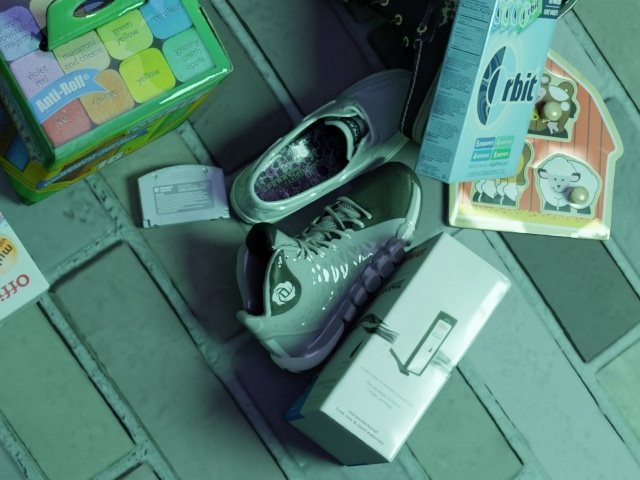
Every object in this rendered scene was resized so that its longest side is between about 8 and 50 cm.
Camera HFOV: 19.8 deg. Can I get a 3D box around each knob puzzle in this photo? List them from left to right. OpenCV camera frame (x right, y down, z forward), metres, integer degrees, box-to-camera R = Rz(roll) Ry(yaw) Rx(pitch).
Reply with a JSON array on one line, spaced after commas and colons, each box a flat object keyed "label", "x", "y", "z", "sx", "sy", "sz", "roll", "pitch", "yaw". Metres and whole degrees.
[{"label": "knob puzzle", "x": 0.214, "y": -0.103, "z": 1.812, "sx": 0.213, "sy": 0.030, "sz": 0.213, "roll": 2, "pitch": 82, "yaw": -14}]

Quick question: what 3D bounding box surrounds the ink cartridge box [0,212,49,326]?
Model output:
[{"label": "ink cartridge box", "x": -0.340, "y": 0.010, "z": 1.595, "sx": 0.128, "sy": 0.127, "sz": 0.176, "roll": -35, "pitch": 93, "yaw": -17}]

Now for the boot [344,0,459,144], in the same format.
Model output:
[{"label": "boot", "x": 0.064, "y": -0.214, "z": 1.735, "sx": 0.178, "sy": 0.085, "sz": 0.236, "roll": 15, "pitch": 74, "yaw": 13}]

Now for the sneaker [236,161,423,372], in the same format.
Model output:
[{"label": "sneaker", "x": 0.000, "y": 0.000, "z": 1.687, "sx": 0.132, "sy": 0.086, "sz": 0.229, "roll": 42, "pitch": 72, "yaw": -39}]

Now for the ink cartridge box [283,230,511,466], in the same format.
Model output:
[{"label": "ink cartridge box", "x": 0.069, "y": 0.102, "z": 1.683, "sx": 0.086, "sy": 0.148, "sz": 0.203, "roll": 37, "pitch": 74, "yaw": -6}]

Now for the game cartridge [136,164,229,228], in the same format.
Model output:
[{"label": "game cartridge", "x": -0.130, "y": -0.043, "z": 1.718, "sx": 0.083, "sy": 0.017, "sz": 0.056, "roll": -7, "pitch": 88, "yaw": -16}]

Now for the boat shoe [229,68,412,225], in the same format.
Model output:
[{"label": "boat shoe", "x": 0.017, "y": -0.090, "z": 1.729, "sx": 0.227, "sy": 0.081, "sz": 0.079, "roll": -36, "pitch": 93, "yaw": -16}]

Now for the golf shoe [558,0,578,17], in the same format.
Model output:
[{"label": "golf shoe", "x": 0.175, "y": -0.218, "z": 1.788, "sx": 0.186, "sy": 0.086, "sz": 0.067, "roll": -33, "pitch": 95, "yaw": -15}]

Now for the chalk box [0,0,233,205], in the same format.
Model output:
[{"label": "chalk box", "x": -0.203, "y": -0.166, "z": 1.571, "sx": 0.180, "sy": 0.289, "sz": 0.179, "roll": -28, "pitch": 90, "yaw": -17}]

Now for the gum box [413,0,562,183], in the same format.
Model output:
[{"label": "gum box", "x": 0.157, "y": -0.148, "z": 1.688, "sx": 0.041, "sy": 0.157, "sz": 0.184, "roll": 21, "pitch": 104, "yaw": 26}]
